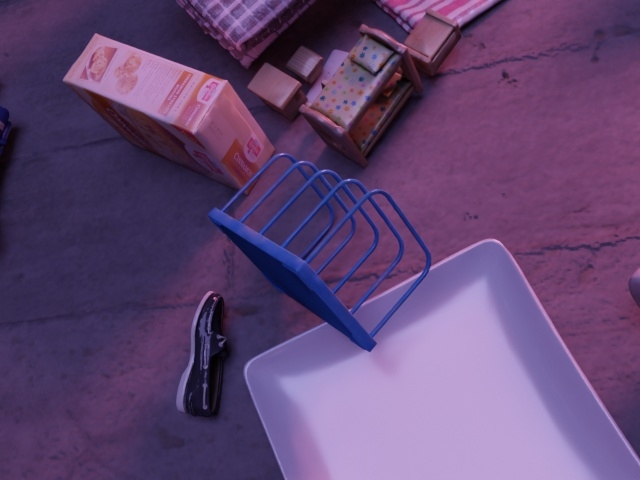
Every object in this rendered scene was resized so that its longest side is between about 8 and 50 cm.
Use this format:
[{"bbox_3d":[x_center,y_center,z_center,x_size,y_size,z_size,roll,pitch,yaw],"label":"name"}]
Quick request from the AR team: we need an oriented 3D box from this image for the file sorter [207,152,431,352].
[{"bbox_3d":[0.000,0.000,0.656,0.104,0.118,0.170,-48,36,-10],"label":"file sorter"}]

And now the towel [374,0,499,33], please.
[{"bbox_3d":[0.125,-0.325,0.839,0.144,0.029,0.197,-38,62,0],"label":"towel"}]

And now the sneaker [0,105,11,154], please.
[{"bbox_3d":[-0.449,-0.118,0.881,0.131,0.112,0.296,-29,63,3],"label":"sneaker"}]

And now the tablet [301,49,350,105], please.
[{"bbox_3d":[0.019,-0.182,0.824,0.054,0.006,0.083,23,77,24],"label":"tablet"}]

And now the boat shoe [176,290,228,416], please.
[{"bbox_3d":[-0.111,0.114,0.715,0.038,0.046,0.125,6,73,19],"label":"boat shoe"}]

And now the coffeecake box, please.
[{"bbox_3d":[-0.162,-0.137,0.782,0.185,0.142,0.068,24,77,25],"label":"coffeecake box"}]

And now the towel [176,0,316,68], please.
[{"bbox_3d":[-0.067,-0.366,0.780,0.284,0.121,0.235,-42,103,5],"label":"towel"}]

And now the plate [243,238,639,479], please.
[{"bbox_3d":[0.101,0.172,0.626,0.278,0.045,0.277,-28,61,4],"label":"plate"}]

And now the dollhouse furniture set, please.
[{"bbox_3d":[0.027,-0.205,0.762,0.161,0.101,0.182,35,88,24],"label":"dollhouse furniture set"}]

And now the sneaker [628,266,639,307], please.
[{"bbox_3d":[0.406,0.052,0.557,0.296,0.104,0.147,25,75,18],"label":"sneaker"}]
